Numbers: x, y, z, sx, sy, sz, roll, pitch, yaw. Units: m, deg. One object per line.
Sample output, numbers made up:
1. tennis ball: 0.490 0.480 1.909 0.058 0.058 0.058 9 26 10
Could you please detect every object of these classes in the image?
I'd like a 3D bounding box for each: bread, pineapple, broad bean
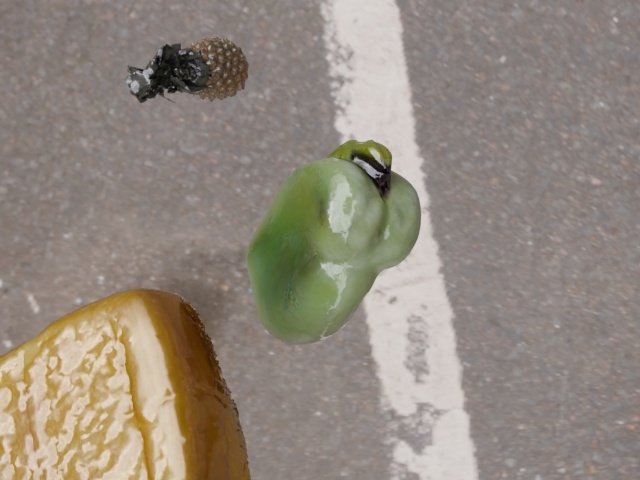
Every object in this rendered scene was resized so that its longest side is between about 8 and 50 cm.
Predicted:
1. bread: -0.189 0.229 0.923 0.328 0.148 0.337 -32 54 15
2. pineapple: -0.141 -0.177 1.195 0.074 0.159 0.074 7 104 30
3. broad bean: 0.000 0.000 1.034 0.228 0.100 0.169 -55 35 29
